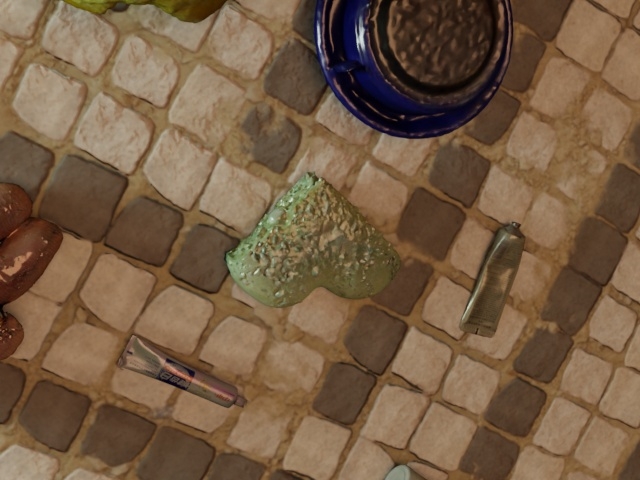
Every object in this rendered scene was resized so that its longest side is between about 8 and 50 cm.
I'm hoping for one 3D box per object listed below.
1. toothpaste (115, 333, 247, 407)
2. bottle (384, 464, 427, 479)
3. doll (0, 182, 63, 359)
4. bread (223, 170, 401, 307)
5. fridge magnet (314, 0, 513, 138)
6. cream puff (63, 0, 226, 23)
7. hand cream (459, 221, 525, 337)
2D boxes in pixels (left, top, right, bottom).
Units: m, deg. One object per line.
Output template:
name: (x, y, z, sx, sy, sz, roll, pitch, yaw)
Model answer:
toothpaste: (-0.167, 0.170, 1.088, 0.170, 0.028, 0.045, 28, 96, -17)
bottle: (0.178, 0.388, 1.212, 0.217, 0.060, 0.060, 39, 86, -18)
doll: (-0.413, 0.066, 0.933, 0.303, 0.156, 0.201, -46, 102, -11)
bread: (0.000, 0.000, 1.096, 0.232, 0.064, 0.172, -1, 100, -19)
fridge magnet: (0.121, -0.256, 1.069, 0.265, 0.113, 0.265, -3, 100, -19)
cream puff: (-0.173, -0.383, 0.900, 0.270, 0.323, 0.274, 3, 64, -55)
hand cream: (0.240, 0.053, 1.201, 0.057, 0.037, 0.165, 15, 101, -19)
